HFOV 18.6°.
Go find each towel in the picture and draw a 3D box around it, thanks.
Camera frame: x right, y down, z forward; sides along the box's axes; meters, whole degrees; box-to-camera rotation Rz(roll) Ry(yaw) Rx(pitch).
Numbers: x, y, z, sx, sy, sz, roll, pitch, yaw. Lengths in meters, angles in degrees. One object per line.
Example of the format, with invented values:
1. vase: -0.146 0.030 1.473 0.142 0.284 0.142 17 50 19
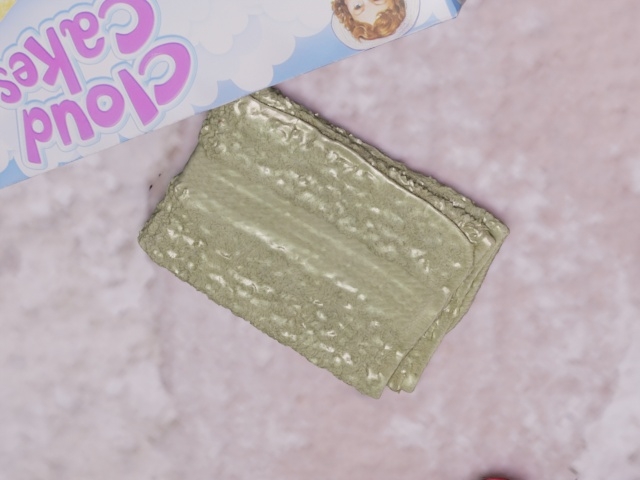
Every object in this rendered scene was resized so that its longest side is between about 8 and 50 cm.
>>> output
1. towel: 0.000 0.000 0.882 0.148 0.027 0.110 30 115 -4

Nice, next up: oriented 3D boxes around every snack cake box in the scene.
1. snack cake box: -0.085 -0.124 0.811 0.264 0.089 0.152 -20 107 18

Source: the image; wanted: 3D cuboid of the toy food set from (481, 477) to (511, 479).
1. toy food set: 0.142 0.169 0.907 0.232 0.104 0.111 20 130 21
